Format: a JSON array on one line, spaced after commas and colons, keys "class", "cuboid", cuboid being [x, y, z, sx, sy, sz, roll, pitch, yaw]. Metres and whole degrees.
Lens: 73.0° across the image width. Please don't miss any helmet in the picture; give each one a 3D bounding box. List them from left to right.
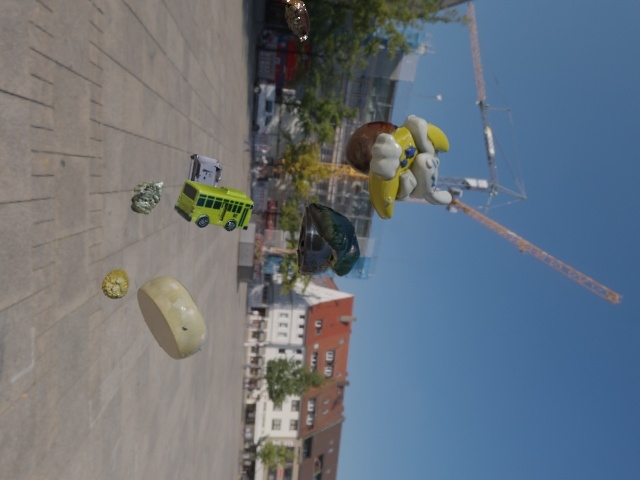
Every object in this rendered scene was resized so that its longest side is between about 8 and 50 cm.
[{"class": "helmet", "cuboid": [0.000, 0.000, 1.551, 0.230, 0.161, 0.278, 103, -7, -54]}]

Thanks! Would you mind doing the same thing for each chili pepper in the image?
[{"class": "chili pepper", "cuboid": [0.059, 0.005, 1.202, 0.264, 0.116, 0.148, 71, -5, -58]}]

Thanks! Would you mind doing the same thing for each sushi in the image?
[{"class": "sushi", "cuboid": [-0.068, -0.619, 1.201, 0.052, 0.055, 0.120, 49, -11, 27]}]

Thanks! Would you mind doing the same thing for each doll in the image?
[{"class": "doll", "cuboid": [0.214, -0.161, 0.999, 0.111, 0.237, 0.252, 28, -43, 48]}]

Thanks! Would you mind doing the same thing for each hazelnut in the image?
[{"class": "hazelnut", "cuboid": [0.208, -0.311, 1.567, 0.218, 0.234, 0.218, -2, 90, -66]}]

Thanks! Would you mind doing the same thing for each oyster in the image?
[{"class": "oyster", "cuboid": [-0.769, -0.197, 1.910, 0.064, 0.125, 0.177, -104, -141, -75]}]

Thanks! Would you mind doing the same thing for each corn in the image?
[{"class": "corn", "cuboid": [-0.765, 0.159, 1.623, 0.260, 0.091, 0.091, -169, -96, -68]}]

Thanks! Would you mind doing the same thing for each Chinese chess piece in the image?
[{"class": "Chinese chess piece", "cuboid": [-0.458, 0.238, 1.334, 0.273, 0.102, 0.273, 30, -46, 36]}]

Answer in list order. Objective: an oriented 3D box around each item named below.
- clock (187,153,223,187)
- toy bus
[{"class": "clock", "cuboid": [-0.572, -0.287, 2.112, 0.186, 0.083, 0.253, 0, 102, -67]}, {"class": "toy bus", "cuboid": [-0.380, -0.126, 1.589, 0.128, 0.262, 0.150, 32, -74, 39]}]
